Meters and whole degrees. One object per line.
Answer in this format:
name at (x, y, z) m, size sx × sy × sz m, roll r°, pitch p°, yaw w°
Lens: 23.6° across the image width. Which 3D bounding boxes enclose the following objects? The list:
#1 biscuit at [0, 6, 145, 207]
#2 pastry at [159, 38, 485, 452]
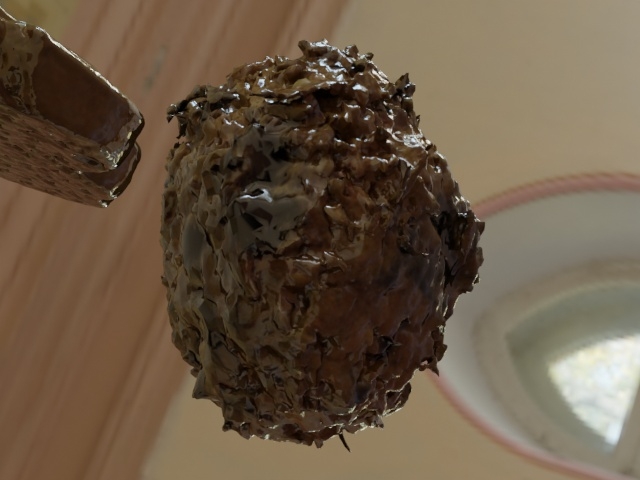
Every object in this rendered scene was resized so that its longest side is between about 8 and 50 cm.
biscuit at (-0.184, -0.088, 0.649) m, size 0.320 × 0.183 × 0.047 m, roll 30°, pitch -106°, yaw -44°
pastry at (0.000, 0.000, 1.007) m, size 0.193 × 0.275 × 0.274 m, roll -5°, pitch -68°, yaw -19°
